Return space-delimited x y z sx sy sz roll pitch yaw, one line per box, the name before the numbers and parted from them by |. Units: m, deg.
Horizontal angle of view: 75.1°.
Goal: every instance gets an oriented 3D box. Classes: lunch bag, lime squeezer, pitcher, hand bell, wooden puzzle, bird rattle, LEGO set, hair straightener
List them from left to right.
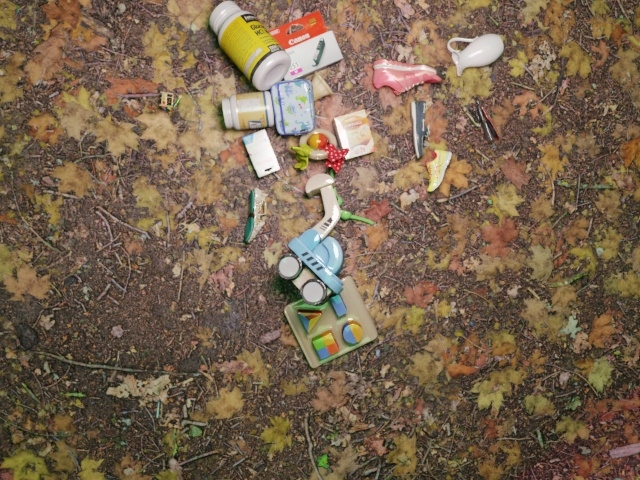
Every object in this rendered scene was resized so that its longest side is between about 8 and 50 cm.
LEGO set | -0.149 -0.245 1.842 0.054 0.023 0.083 -27 84 -7
lunch bag | -0.113 -0.552 1.734 0.176 0.090 0.219 0 114 11
hand bell | -0.073 -0.599 1.798 0.242 0.126 0.126 -39 98 10
bird rattle | -0.004 -0.401 1.777 0.253 0.143 0.207 -4 61 7
wooden puzzle | 0.053 0.373 1.877 0.347 0.080 0.322 -26 96 -5
lime squeezer | 0.109 -0.166 1.858 0.110 0.059 0.310 -39 97 -3
pitcher | 0.686 -0.854 1.857 0.207 0.125 0.178 -22 81 6
hair straightener | 0.736 -0.552 1.911 0.089 0.047 0.231 -27 97 -5

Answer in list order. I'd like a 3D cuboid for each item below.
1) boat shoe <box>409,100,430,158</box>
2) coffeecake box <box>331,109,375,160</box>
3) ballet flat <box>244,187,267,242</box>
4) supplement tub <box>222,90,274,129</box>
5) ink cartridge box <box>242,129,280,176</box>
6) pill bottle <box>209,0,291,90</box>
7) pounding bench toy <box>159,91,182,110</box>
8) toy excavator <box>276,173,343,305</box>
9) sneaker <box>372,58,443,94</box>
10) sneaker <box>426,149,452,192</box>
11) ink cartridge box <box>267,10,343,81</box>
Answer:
boat shoe | 0.448 -0.496 1.861 0.079 0.095 0.255 -5 86 5
coffeecake box | 0.146 -0.461 1.836 0.142 0.068 0.186 -17 96 -6
ballet flat | -0.275 -0.106 1.806 0.077 0.091 0.241 6 97 -29
supplement tub | -0.301 -0.539 1.737 0.199 0.144 0.145 -8 95 -6
ink cartridge box | -0.253 -0.372 1.796 0.104 0.061 0.181 -22 96 -5
pill bottle | -0.290 -0.792 1.686 0.188 0.188 0.334 -41 86 -3
pounding bench toy | -0.624 -0.578 1.741 0.083 0.052 0.065 5 93 -7
toy excavator | 0.000 0.000 1.771 0.445 0.222 0.433 -44 78 -4
sneaker | 0.378 -0.708 1.840 0.313 0.116 0.136 8 103 -1
sneaker | 0.516 -0.317 1.892 0.094 0.081 0.209 22 85 -1
ink cartridge box | -0.074 -0.837 1.788 0.275 0.060 0.239 -25 98 -5
